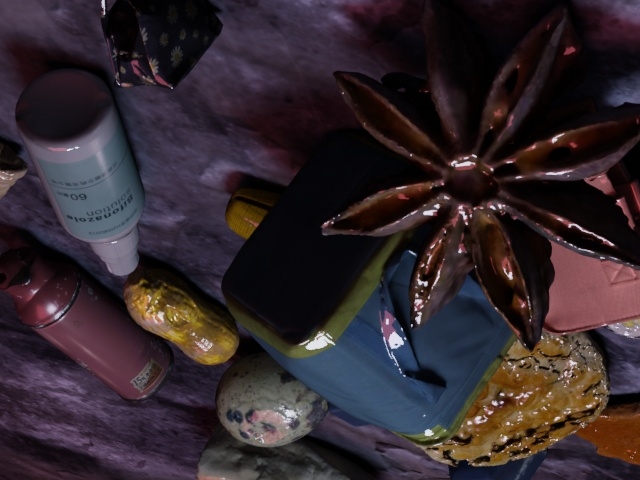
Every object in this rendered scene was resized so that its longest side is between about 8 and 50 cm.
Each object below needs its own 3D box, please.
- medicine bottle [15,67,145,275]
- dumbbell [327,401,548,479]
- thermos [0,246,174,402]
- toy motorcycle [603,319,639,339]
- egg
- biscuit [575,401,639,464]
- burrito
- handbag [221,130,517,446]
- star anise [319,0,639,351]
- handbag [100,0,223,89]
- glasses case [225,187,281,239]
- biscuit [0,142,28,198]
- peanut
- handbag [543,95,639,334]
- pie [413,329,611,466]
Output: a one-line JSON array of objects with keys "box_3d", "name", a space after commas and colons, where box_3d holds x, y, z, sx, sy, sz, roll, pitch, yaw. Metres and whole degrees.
[{"box_3d": [-0.266, -0.060, 1.588, 0.110, 0.110, 0.352, 14, 153, 11], "name": "medicine bottle"}, {"box_3d": [0.158, 0.229, 1.813, 0.316, 0.156, 0.143, 35, 179, -27], "name": "dumbbell"}, {"box_3d": [-0.356, 0.105, 1.981, 0.109, 0.136, 0.330, -26, 135, 18], "name": "thermos"}, {"box_3d": [0.397, 0.023, 1.315, 0.340, 0.108, 0.223, -4, 137, 37], "name": "toy motorcycle"}, {"box_3d": [-0.067, 0.233, 1.973, 0.181, 0.141, 0.141, -7, 144, 23], "name": "egg"}, {"box_3d": [0.439, 0.263, 1.805, 0.280, 0.043, 0.183, 17, 157, -6], "name": "biscuit"}, {"box_3d": [-0.039, 0.405, 2.282, 0.331, 0.135, 0.190, 15, 162, 2], "name": "burrito"}, {"box_3d": [0.065, 0.049, 1.417, 0.222, 0.263, 0.241, 23, 165, 50], "name": "handbag"}, {"box_3d": [0.152, -0.063, 1.193, 0.331, 0.117, 0.332, 7, 109, 22], "name": "star anise"}, {"box_3d": [-0.165, -0.222, 1.246, 0.072, 0.115, 0.139, 0, 130, 34], "name": "handbag"}, {"box_3d": [0.000, 0.000, 1.578, 0.234, 0.064, 0.079, 21, 160, -4], "name": "glasses case"}, {"box_3d": [-0.432, -0.070, 1.739, 0.061, 0.055, 0.219, 23, 155, -19], "name": "biscuit"}, {"box_3d": [-0.195, 0.106, 1.879, 0.087, 0.087, 0.206, -8, 144, 42], "name": "peanut"}, {"box_3d": [0.241, -0.020, 1.286, 0.157, 0.059, 0.213, -16, 106, 47], "name": "handbag"}, {"box_3d": [0.228, 0.190, 1.672, 0.274, 0.055, 0.274, -4, 131, -5], "name": "pie"}]
